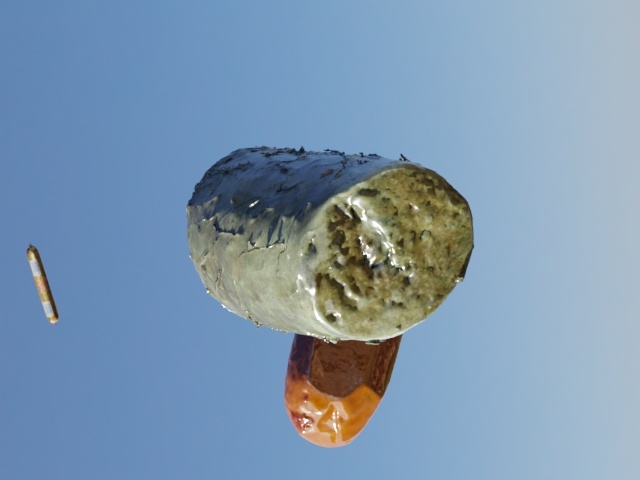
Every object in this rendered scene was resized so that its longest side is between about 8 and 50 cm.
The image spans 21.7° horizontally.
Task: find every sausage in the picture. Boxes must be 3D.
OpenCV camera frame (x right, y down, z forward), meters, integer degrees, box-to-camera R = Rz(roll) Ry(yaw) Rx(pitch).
[{"bbox_3d":[-0.311,0.049,1.865,0.015,0.015,0.100,-62,-40,-68],"label":"sausage"},{"bbox_3d":[0.032,0.110,1.913,0.133,0.133,0.258,50,-128,-65],"label":"sausage"}]

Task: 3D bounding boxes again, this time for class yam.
[{"bbox_3d":[0.000,0.000,0.856,0.183,0.107,0.107,7,109,66],"label":"yam"}]
